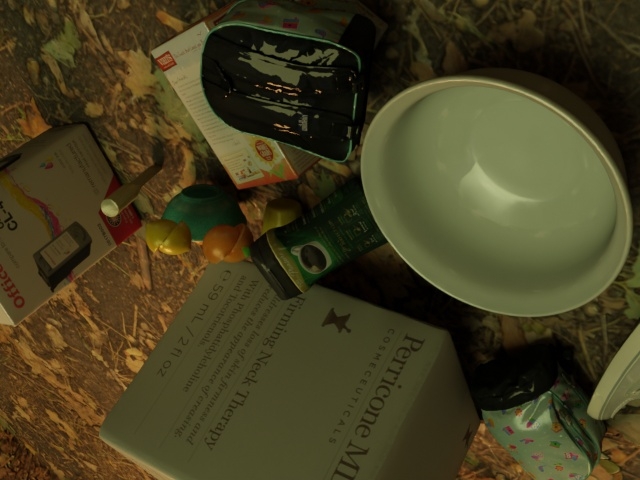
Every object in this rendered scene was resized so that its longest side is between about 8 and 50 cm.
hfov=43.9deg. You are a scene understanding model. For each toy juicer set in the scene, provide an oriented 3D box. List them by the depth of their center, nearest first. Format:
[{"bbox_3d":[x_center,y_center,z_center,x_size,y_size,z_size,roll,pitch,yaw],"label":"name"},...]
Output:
[{"bbox_3d":[-0.203,-0.023,1.198,0.329,0.209,0.089,17,120,29],"label":"toy juicer set"}]

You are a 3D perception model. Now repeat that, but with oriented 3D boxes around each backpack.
[{"bbox_3d":[-0.036,-0.196,0.906,0.188,0.144,0.165,9,137,5],"label":"backpack"},{"bbox_3d":[0.302,0.242,1.079,0.182,0.115,0.152,50,139,-12],"label":"backpack"}]

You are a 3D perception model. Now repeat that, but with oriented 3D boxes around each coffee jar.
[{"bbox_3d":[0.000,0.000,1.071,0.184,0.079,0.096,-31,114,6],"label":"coffee jar"}]

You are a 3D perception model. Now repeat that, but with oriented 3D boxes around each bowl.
[{"bbox_3d":[0.203,-0.070,0.861,0.298,0.134,0.297,23,137,24],"label":"bowl"}]

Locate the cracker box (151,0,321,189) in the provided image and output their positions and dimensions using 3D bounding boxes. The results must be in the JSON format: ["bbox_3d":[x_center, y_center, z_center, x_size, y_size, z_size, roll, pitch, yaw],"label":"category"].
[{"bbox_3d":[-0.111,-0.187,1.070,0.156,0.067,0.232,-3,124,54],"label":"cracker box"}]

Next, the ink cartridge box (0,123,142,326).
[{"bbox_3d":[-0.494,-0.031,1.369,0.131,0.306,0.226,1,126,41],"label":"ink cartridge box"}]

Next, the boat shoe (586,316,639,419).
[{"bbox_3d":[0.391,0.156,0.949,0.081,0.079,0.227,33,138,21],"label":"boat shoe"}]

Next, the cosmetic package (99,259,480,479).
[{"bbox_3d":[-0.024,0.275,1.164,0.394,0.329,0.327,17,153,29],"label":"cosmetic package"}]

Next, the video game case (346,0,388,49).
[{"bbox_3d":[-0.006,-0.250,0.972,0.143,0.019,0.157,41,143,4],"label":"video game case"}]
